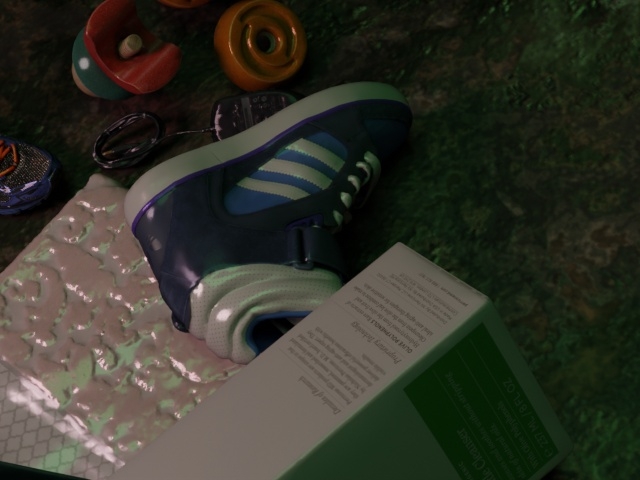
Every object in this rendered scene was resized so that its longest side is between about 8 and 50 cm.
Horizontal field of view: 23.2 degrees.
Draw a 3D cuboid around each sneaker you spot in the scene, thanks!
[{"bbox_3d":[0.000,0.000,1.448,0.323,0.130,0.236,-23,63,-27],"label":"sneaker"},{"bbox_3d":[-0.370,-0.089,1.617,0.221,0.087,0.083,13,66,19],"label":"sneaker"}]

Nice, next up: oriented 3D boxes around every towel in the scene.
[{"bbox_3d":[-0.203,0.126,1.485,0.332,0.053,0.317,36,74,25],"label":"towel"}]

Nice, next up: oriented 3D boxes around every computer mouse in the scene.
[{"bbox_3d":[-0.121,-0.111,1.607,0.242,0.041,0.071,-7,91,14],"label":"computer mouse"}]

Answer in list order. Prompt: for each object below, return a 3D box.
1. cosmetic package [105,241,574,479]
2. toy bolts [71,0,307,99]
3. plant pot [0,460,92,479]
[{"bbox_3d":[0.004,0.200,1.297,0.365,0.197,0.155,-41,33,-10],"label":"cosmetic package"},{"bbox_3d":[-0.153,-0.213,1.640,0.228,0.158,0.218,-42,102,-22],"label":"toy bolts"},{"bbox_3d":[-0.310,0.317,1.321,0.234,0.165,0.165,-33,58,24],"label":"plant pot"}]
